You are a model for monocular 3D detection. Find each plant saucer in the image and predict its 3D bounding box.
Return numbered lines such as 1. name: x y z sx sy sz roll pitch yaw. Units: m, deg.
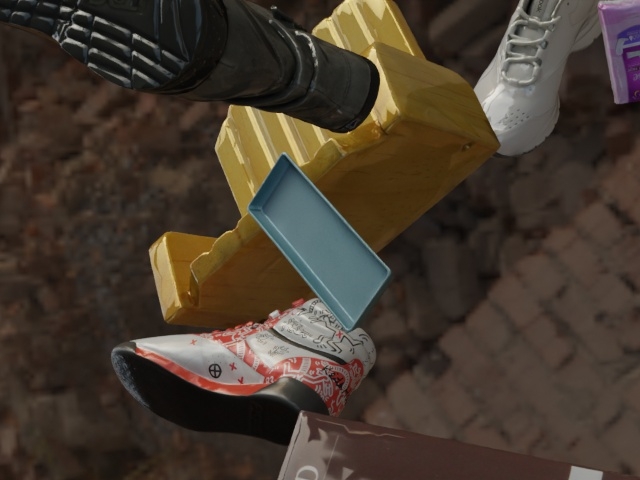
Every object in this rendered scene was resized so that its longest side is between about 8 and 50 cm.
1. plant saucer: 0.000 0.000 1.366 0.067 0.018 0.192 -56 45 17

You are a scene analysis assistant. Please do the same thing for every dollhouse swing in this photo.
1. dollhouse swing: -0.038 -0.122 1.739 0.347 0.315 0.305 -40 66 22

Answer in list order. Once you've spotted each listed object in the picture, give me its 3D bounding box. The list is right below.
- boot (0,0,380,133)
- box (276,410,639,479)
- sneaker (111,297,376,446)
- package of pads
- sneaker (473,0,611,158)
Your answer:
1. boot: -0.096 -0.124 0.798 0.246 0.161 0.083 37 103 31
2. box: 0.144 0.262 1.103 0.143 0.381 0.191 75 -152 -51
3. sneaker: -0.073 0.119 1.560 0.270 0.145 0.090 9 131 38
4. package of pads: 0.244 -0.148 1.196 0.032 0.050 0.083 -74 -29 -69
5. sneaker: 0.246 -0.228 1.816 0.297 0.111 0.129 -62 -22 -23
